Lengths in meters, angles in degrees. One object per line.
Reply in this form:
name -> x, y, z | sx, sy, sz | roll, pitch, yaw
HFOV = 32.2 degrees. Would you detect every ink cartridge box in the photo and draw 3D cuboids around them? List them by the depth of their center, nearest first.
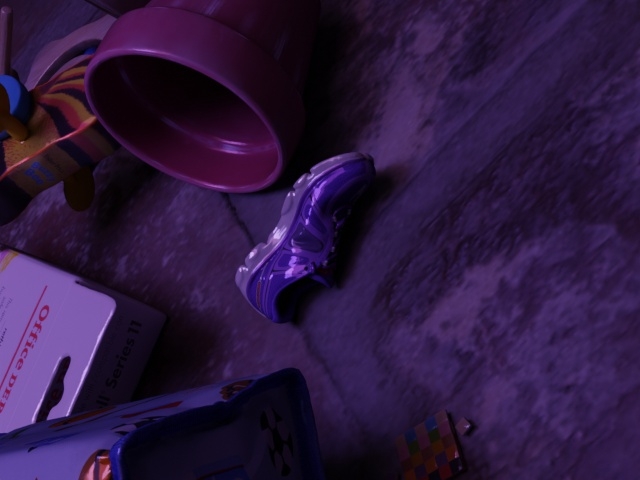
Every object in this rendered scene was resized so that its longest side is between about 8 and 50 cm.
ink cartridge box -> -0.288, 0.126, 1.102 | 0.353, 0.119, 0.207 | 16, 81, 47

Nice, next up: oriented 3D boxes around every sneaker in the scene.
sneaker -> 0.000, 0.000, 0.944 | 0.071, 0.068, 0.170 | 46, 113, 31

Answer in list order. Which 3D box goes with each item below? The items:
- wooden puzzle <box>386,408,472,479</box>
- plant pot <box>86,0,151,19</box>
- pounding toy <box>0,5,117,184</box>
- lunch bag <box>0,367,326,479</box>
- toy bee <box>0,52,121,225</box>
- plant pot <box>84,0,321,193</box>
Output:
wooden puzzle -> 0.080, 0.157, 0.812 | 0.083, 0.006, 0.049 | -36, 48, 26
plant pot -> -0.187, -0.375, 1.099 | 0.323, 0.323, 0.280 | 32, 94, 48
pounding toy -> -0.296, -0.166, 1.233 | 0.269, 0.155, 0.154 | -16, 56, 36
lunch bag -> -0.142, 0.317, 0.757 | 0.328, 0.239, 0.385 | -15, 90, 34
toy bee -> -0.306, -0.072, 1.127 | 0.298, 0.195, 0.162 | -32, 54, 32
plant pot -> -0.090, -0.172, 1.027 | 0.201, 0.201, 0.180 | -5, 50, 43
